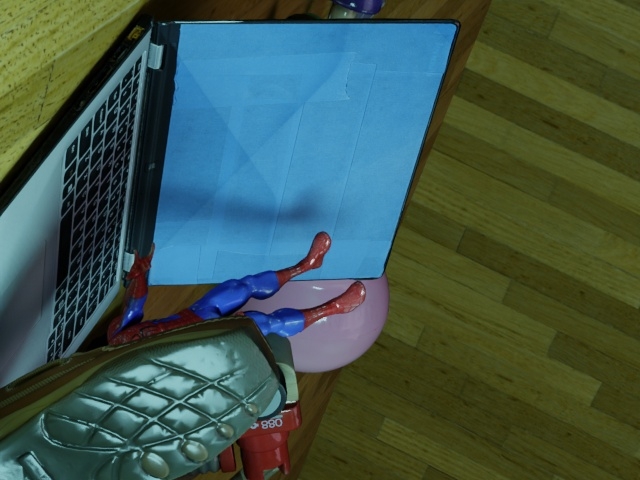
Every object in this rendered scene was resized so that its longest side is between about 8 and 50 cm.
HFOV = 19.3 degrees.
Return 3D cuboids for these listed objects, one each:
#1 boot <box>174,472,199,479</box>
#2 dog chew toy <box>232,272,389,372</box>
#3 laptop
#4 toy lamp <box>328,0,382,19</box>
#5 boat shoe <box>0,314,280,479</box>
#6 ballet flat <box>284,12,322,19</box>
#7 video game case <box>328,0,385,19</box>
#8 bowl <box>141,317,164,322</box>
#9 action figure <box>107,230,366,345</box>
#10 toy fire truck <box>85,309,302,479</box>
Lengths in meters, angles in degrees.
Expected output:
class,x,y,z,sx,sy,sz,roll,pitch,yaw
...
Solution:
class,x,y,z,sx,sy,sz,roll,pitch,yaw
boot,-0.223,0.294,2.196,0.280,0.096,0.264,-58,170,-30
dog chew toy,0.000,0.000,2.352,0.206,0.207,0.332,-51,157,-56
laptop,-0.098,0.011,1.651,0.408,0.236,0.382,-57,168,-37
toy lamp,0.004,-0.209,2.141,0.274,0.080,0.080,-67,171,20
boat shoe,-0.193,0.137,1.501,0.120,0.324,0.122,-107,172,-58
ballet flat,-0.051,-0.121,2.043,0.096,0.095,0.280,-41,159,-38
video game case,0.065,-0.334,2.310,0.201,0.023,0.183,-52,165,-54
bowl,-0.178,0.147,1.989,0.080,0.170,0.170,34,-79,54
action figure,-0.079,0.050,1.618,0.280,0.091,0.139,-23,157,-33
toy fire truck,-0.124,0.203,1.913,0.158,0.217,0.246,-103,-176,-59
